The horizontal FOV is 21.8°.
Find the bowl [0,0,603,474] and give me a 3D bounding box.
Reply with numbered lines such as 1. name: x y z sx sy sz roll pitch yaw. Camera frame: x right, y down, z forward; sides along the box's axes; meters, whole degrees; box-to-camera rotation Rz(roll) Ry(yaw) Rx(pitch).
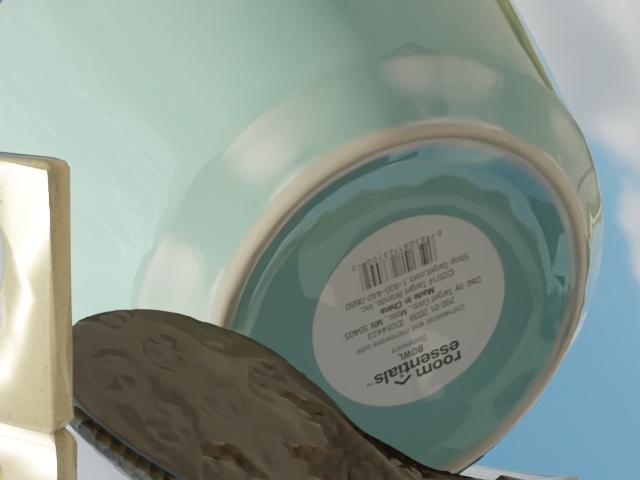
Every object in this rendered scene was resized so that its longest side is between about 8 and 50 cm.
1. bowl: 0.000 0.000 0.737 0.311 0.311 0.163 25 -168 -35

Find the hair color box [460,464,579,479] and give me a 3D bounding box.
1. hair color box: 0.070 0.308 0.857 0.114 0.185 0.374 -8 -90 -23

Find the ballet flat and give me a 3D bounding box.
1. ballet flat: 0.005 0.098 0.626 0.250 0.058 0.084 24 -138 -25

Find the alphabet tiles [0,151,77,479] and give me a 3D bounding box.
1. alphabet tiles: -0.174 0.079 0.425 0.011 0.285 0.342 -17 -69 -58
